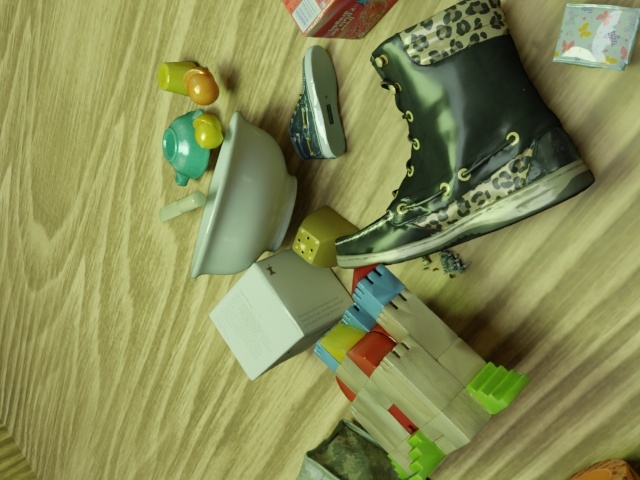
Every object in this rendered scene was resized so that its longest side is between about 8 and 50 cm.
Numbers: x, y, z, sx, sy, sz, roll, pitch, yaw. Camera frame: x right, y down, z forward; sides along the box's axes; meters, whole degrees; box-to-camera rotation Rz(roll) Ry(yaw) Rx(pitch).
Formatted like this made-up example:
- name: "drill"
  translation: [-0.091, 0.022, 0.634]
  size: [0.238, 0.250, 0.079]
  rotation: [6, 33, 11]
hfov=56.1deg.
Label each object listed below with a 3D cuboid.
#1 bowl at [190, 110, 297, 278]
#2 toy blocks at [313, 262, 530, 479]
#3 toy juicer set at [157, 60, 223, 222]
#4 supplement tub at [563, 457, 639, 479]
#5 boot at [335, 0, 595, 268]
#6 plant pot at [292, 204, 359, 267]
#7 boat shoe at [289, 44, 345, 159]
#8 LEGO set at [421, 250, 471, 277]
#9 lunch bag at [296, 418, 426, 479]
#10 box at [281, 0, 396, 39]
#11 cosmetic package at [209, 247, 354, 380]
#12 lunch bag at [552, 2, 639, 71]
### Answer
- name: "bowl"
  translation: [-0.125, -0.064, 1.044]
  size: [0.298, 0.134, 0.297]
  rotation: [-165, 90, -76]
- name: "toy blocks"
  translation: [0.107, 0.198, 0.899]
  size: [0.261, 0.191, 0.381]
  rotation: [44, 154, 16]
- name: "toy juicer set"
  translation: [-0.237, -0.179, 1.159]
  size: [0.209, 0.090, 0.328]
  rotation: [19, 109, 49]
- name: "supplement tub"
  translation: [0.420, 0.449, 0.739]
  size: [0.316, 0.194, 0.193]
  rotation: [55, 130, 14]
- name: "boot"
  translation: [0.142, -0.129, 0.834]
  size: [0.377, 0.138, 0.284]
  rotation: [-22, 89, 38]
- name: "plant pot"
  translation: [0.000, 0.000, 1.030]
  size: [0.081, 0.083, 0.081]
  rotation: [38, 124, 25]
- name: "boat shoe"
  translation: [-0.018, -0.221, 0.990]
  size: [0.083, 0.065, 0.183]
  rotation: [-1, 103, 39]
- name: "LEGO set"
  translation: [0.188, 0.036, 0.922]
  size: [0.083, 0.023, 0.054]
  rotation: [-23, 88, 42]
- name: "lunch bag"
  translation: [0.089, 0.508, 1.058]
  size: [0.287, 0.169, 0.235]
  rotation: [28, 117, 22]
- name: "box"
  translation: [0.070, -0.428, 0.801]
  size: [0.300, 0.142, 0.154]
  rotation: [-40, 77, 40]
- name: "cosmetic package"
  translation: [-0.071, 0.126, 1.082]
  size: [0.151, 0.151, 0.183]
  rotation: [54, 131, 12]
- name: "lunch bag"
  translation: [0.327, -0.238, 0.704]
  size: [0.083, 0.053, 0.071]
  rotation: [25, 116, 43]
